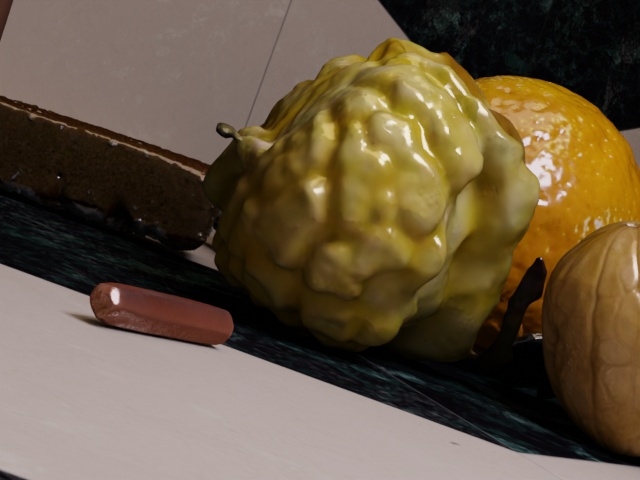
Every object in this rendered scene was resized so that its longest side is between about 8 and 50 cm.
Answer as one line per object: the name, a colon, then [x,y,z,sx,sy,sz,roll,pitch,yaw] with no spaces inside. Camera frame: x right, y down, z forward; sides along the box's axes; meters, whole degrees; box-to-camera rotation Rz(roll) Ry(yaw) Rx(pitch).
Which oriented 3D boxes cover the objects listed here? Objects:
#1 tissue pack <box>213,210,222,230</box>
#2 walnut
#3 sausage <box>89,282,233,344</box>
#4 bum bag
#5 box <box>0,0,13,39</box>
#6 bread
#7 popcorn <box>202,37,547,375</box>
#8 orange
tissue pack: [0.000,0.000,2.059,0.245,0.123,0.332,23,2,-23]
walnut: [0.303,0.094,1.484,0.193,0.225,0.193,-2,1,0]
sausage: [-0.117,0.055,1.168,0.147,0.035,0.030,19,34,-52]
bum bag: [0.315,0.138,1.658,0.248,0.060,0.123,5,-23,-6]
box: [-0.506,-0.243,1.615,0.339,0.229,0.239,18,-17,-25]
bread: [-0.319,-0.096,1.847,0.417,0.113,0.165,19,2,0]
popcorn: [0.068,-0.014,1.526,0.381,0.349,0.349,50,-5,-15]
orange: [0.220,-0.030,1.805,0.293,0.340,0.341,-27,25,-21]
